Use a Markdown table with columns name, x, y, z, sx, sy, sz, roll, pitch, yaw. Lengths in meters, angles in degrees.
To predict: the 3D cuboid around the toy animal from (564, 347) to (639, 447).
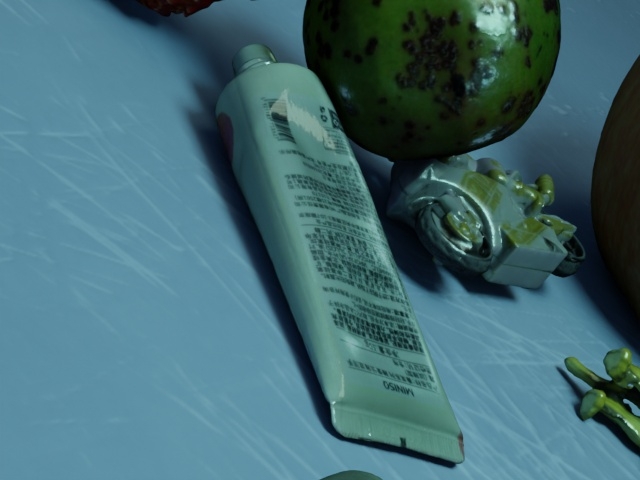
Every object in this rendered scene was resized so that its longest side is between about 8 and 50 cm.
| name | x | y | z | sx | sy | sz | roll | pitch | yaw |
| --- | --- | --- | --- | --- | --- | --- | --- | --- | --- |
| toy animal | 0.262 | 0.155 | 1.454 | 0.136 | 0.073 | 0.181 | 34 | 10 | -38 |

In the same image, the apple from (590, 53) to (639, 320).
| name | x | y | z | sx | sy | sz | roll | pitch | yaw |
| --- | --- | --- | --- | --- | --- | --- | --- | --- | --- |
| apple | 0.414 | -0.036 | 1.674 | 0.391 | 0.346 | 0.391 | 27 | 25 | -13 |

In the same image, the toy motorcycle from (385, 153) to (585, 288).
| name | x | y | z | sx | sy | sz | roll | pitch | yaw |
| --- | --- | --- | --- | --- | --- | --- | --- | --- | --- |
| toy motorcycle | 0.113 | -0.029 | 1.516 | 0.152 | 0.073 | 0.225 | 49 | 24 | 23 |

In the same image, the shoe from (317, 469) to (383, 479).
| name | x | y | z | sx | sy | sz | roll | pitch | yaw |
| --- | --- | --- | --- | --- | --- | --- | --- | --- | --- |
| shoe | -0.013 | 0.160 | 0.963 | 0.078 | 0.079 | 0.195 | 50 | 25 | -19 |

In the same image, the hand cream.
| name | x | y | z | sx | sy | sz | roll | pitch | yaw |
| --- | --- | --- | --- | --- | --- | --- | --- | --- | --- |
| hand cream | 0.000 | 0.000 | 1.313 | 0.124 | 0.078 | 0.341 | 20 | 39 | -43 |

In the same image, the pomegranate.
| name | x | y | z | sx | sy | sz | roll | pitch | yaw |
| --- | --- | --- | --- | --- | --- | --- | --- | --- | --- |
| pomegranate | 0.074 | -0.173 | 1.410 | 0.202 | 0.202 | 0.248 | -105 | 180 | -52 |

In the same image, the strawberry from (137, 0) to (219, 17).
| name | x | y | z | sx | sy | sz | roll | pitch | yaw |
| --- | --- | --- | --- | --- | --- | --- | --- | --- | --- |
| strawberry | -0.113 | -0.251 | 1.415 | 0.107 | 0.236 | 0.175 | 64 | 20 | -83 |
